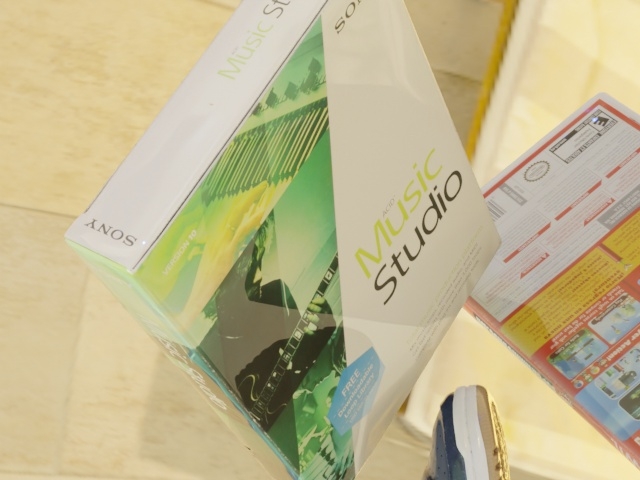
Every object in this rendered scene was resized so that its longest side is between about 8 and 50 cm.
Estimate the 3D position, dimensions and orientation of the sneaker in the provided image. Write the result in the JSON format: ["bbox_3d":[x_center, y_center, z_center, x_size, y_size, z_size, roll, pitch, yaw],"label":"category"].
[{"bbox_3d":[0.051,0.236,0.926,0.099,0.153,0.282,-24,113,-77],"label":"sneaker"}]

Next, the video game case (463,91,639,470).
[{"bbox_3d":[0.220,0.021,1.000,0.204,0.285,0.025,-39,135,-7],"label":"video game case"}]

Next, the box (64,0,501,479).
[{"bbox_3d":[0.000,0.000,0.842,0.232,0.058,0.322,-56,145,-18],"label":"box"}]
